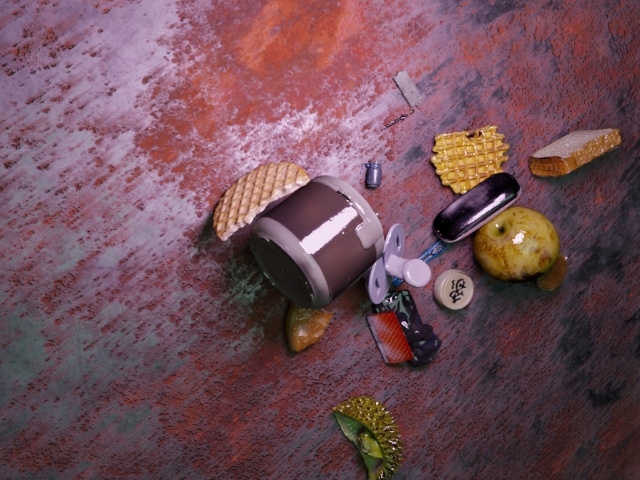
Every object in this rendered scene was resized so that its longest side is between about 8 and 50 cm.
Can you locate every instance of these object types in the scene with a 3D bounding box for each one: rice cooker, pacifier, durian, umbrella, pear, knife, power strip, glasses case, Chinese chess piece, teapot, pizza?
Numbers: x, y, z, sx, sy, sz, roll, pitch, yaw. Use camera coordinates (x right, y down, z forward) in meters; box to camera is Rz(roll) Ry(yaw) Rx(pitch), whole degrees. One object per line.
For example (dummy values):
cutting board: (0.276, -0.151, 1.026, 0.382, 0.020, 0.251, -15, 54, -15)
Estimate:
rice cooker: (0.000, 0.000, 1.680, 0.325, 0.335, 0.335, -40, 108, -24)
pacifier: (0.252, 0.090, 1.841, 0.279, 0.207, 0.227, -60, 147, -30)
durian: (0.182, 0.675, 1.985, 0.169, 0.157, 0.356, -18, 105, 21)
umbrella: (0.250, -0.390, 1.902, 0.148, 0.022, 0.022, -35, 64, -12)
pear: (0.666, 0.021, 1.972, 0.283, 0.283, 0.284, -2, 98, -19)
knife: (0.360, 0.065, 1.994, 0.296, 0.026, 0.044, -38, 119, -12)
power strip: (0.288, -0.491, 1.902, 0.051, 0.019, 0.136, -41, 108, -12)
glasses case: (0.521, -0.111, 1.947, 0.314, 0.122, 0.075, -36, 141, 7)
Chinese chess piece: (0.464, 0.171, 2.025, 0.144, 0.058, 0.144, -2, 97, -19)
teapot: (0.169, -0.215, 1.887, 0.049, 0.063, 0.083, 1, 94, -51)
pizza: (-0.036, 0.253, 1.859, 0.161, 0.062, 0.182, -11, 106, -13)

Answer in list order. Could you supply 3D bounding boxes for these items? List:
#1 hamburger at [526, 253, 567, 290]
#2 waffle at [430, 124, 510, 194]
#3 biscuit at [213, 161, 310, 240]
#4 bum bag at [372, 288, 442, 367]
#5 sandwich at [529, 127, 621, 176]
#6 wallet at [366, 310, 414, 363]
hamburger: (0.824, 0.098, 2.103, 0.184, 0.131, 0.159, -25, 108, -18)
waffle: (0.512, -0.289, 1.983, 0.309, 0.065, 0.283, 35, 87, -24)
biscuit: (-0.192, -0.138, 1.685, 0.309, 0.204, 0.040, -35, 130, -2)
bum bag: (0.300, 0.293, 1.978, 0.137, 0.074, 0.310, -34, 106, -2)
sandwich: (0.872, -0.303, 2.019, 0.251, 0.226, 0.087, -27, 107, -13)
wallet: (0.234, 0.326, 1.953, 0.103, 0.020, 0.197, -16, 109, 24)
